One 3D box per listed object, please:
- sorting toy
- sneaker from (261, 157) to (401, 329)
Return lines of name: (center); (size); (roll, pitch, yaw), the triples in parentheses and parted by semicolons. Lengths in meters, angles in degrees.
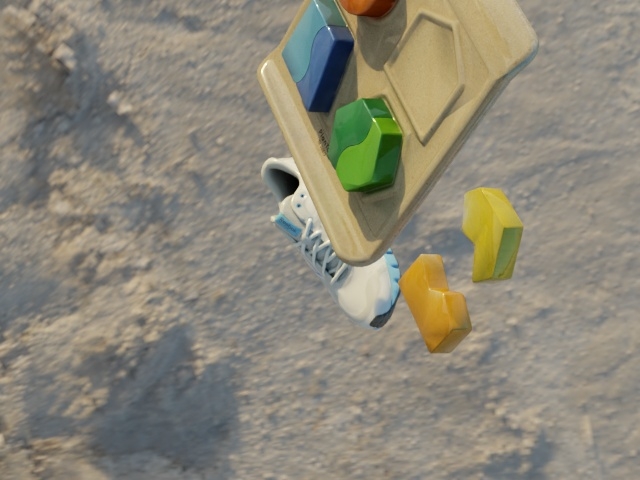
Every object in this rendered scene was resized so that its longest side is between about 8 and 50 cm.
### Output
sorting toy: (0.055, -0.091, 0.983); (0.041, 0.229, 0.307); (2, 50, -36)
sneaker: (0.000, 0.000, 1.222); (0.083, 0.071, 0.190); (6, 42, -40)
